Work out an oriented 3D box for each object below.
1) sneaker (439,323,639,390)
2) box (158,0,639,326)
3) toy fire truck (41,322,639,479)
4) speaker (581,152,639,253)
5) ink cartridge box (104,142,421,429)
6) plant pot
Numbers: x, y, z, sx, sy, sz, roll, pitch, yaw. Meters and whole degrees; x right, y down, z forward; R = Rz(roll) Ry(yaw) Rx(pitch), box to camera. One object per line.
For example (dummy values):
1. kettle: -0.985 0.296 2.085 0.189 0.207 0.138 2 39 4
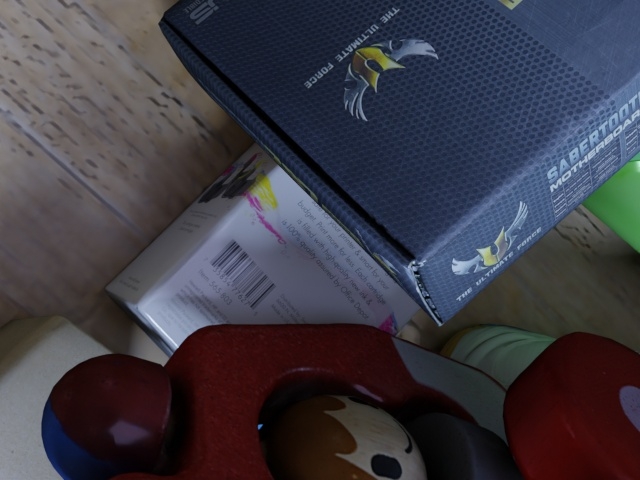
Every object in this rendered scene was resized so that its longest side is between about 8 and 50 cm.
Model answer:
1. sneaker: 0.205 0.121 0.593 0.297 0.131 0.111 11 88 -26
2. box: 0.073 -0.105 0.455 0.233 0.183 0.059 -40 147 -4
3. toy fire truck: 0.024 0.133 0.367 0.254 0.302 0.169 25 121 -25
4. speaker: 0.227 -0.028 0.591 0.297 0.131 0.131 36 79 -23
5. ink cartridge box: 0.000 0.000 0.525 0.181 0.062 0.104 -45 111 -14
6. plant pot: -0.121 0.092 0.460 0.109 0.109 0.096 42 65 -21
